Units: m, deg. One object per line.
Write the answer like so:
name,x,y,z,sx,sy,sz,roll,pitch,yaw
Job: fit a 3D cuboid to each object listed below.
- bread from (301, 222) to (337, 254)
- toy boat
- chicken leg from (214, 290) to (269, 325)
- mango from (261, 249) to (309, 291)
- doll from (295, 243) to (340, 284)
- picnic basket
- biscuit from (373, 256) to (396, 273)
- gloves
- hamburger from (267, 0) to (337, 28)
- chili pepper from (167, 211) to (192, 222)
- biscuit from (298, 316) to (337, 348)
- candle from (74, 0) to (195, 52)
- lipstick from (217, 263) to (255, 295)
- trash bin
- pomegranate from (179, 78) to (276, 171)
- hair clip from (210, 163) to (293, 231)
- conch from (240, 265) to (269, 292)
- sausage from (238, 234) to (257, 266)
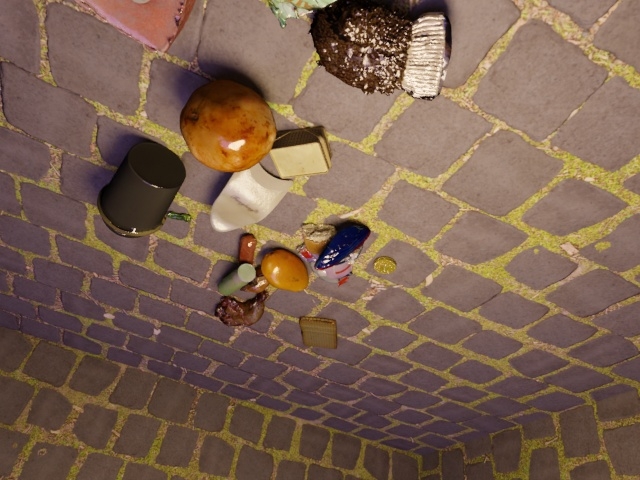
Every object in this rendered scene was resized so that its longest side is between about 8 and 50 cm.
bread,-0.001,-0.001,1.480,0.125,0.082,0.106,-2,131,11
toy boat,0.062,0.071,1.483,0.219,0.072,0.318,-21,149,-34
chicken leg,-0.345,0.297,1.914,0.322,0.083,0.177,-6,122,23
mango,-0.120,0.119,1.601,0.102,0.141,0.217,-18,134,37
doll,0.003,0.095,1.599,0.227,0.075,0.102,46,151,-20
picnic basket,-0.053,-0.246,1.210,0.164,0.080,0.115,-3,139,17
biscuit,0.236,0.092,1.579,0.084,0.023,0.084,5,138,5
gloves,0.122,-0.418,0.931,0.312,0.135,0.210,8,146,8
hamburger,-0.043,-0.541,0.837,0.214,0.125,0.235,12,136,8
chili pepper,-0.503,-0.085,1.545,0.091,0.034,0.030,11,107,1
biscuit,-0.007,0.435,2.028,0.172,0.029,0.255,5,140,8
candle,-0.373,-0.550,0.904,0.316,0.131,0.287,6,147,21
lipstick,-0.334,0.157,1.690,0.076,0.076,0.304,27,152,-18
trash bin,-0.573,-0.134,1.361,0.214,0.214,0.334,33,131,-23
pomegranate,-0.231,-0.289,1.094,0.248,0.248,0.248,6,140,6
hair clip,-0.244,-0.132,1.361,0.172,0.113,0.282,37,133,-27
conch,-0.225,0.139,1.707,0.086,0.080,0.233,29,113,-38
sausage,-0.272,0.036,1.599,0.065,0.065,0.169,15,140,-4
